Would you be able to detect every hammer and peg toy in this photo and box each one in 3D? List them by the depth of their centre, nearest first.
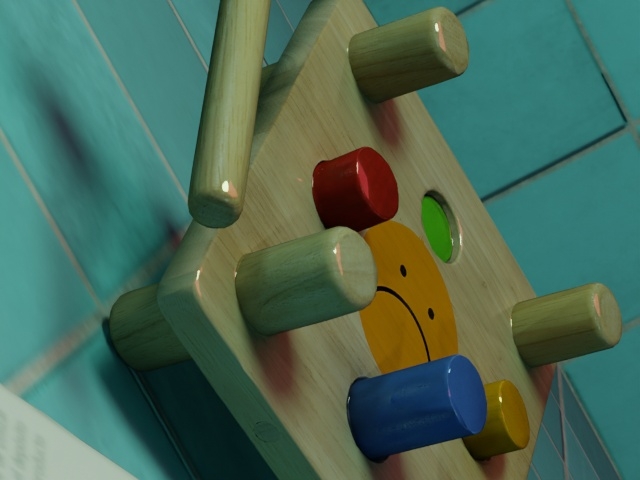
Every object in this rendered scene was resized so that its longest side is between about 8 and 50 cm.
[{"bbox_3d":[0.004,0.004,0.851,0.361,0.127,0.266,57,34,-26],"label":"hammer and peg toy"}]

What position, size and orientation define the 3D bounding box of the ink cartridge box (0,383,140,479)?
[{"bbox_3d":[-0.133,0.106,0.299,0.385,0.091,0.308,38,21,-25],"label":"ink cartridge box"}]
